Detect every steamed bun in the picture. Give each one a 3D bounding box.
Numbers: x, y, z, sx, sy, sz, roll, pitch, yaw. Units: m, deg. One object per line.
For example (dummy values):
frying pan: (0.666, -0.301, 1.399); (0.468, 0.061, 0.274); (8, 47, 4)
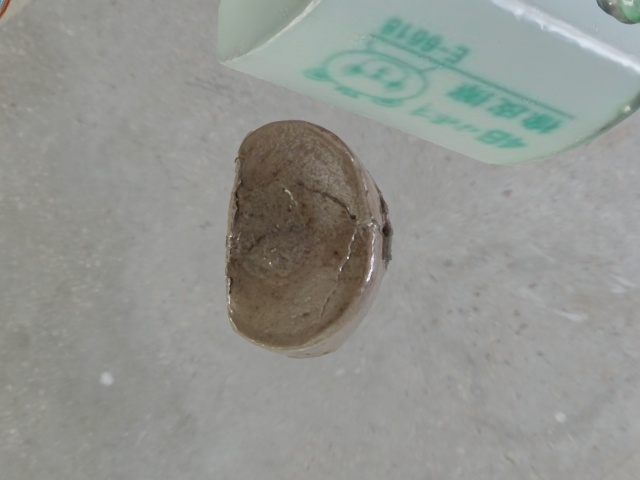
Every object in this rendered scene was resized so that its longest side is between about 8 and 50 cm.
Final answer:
steamed bun: (0.000, 0.000, 1.307); (0.199, 0.251, 0.301); (-1, 80, 13)

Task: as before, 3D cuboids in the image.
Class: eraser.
eraser: (0.090, -0.150, 0.762); (0.290, 0.189, 0.104); (15, 69, -32)

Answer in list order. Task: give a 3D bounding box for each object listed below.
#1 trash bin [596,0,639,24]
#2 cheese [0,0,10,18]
trash bin: (0.320, -0.081, 0.307); (0.381, 0.259, 0.295); (32, 106, -24)
cheese: (-0.277, -0.185, 0.722); (0.256, 0.037, 0.106); (3, 89, 46)
